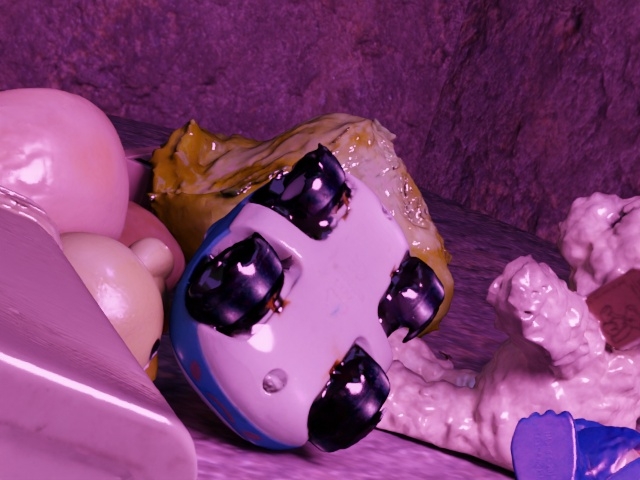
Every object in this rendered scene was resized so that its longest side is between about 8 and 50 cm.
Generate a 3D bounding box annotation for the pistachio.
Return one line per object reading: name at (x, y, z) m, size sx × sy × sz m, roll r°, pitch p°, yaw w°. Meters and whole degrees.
pistachio at (-0.208, 0.021, 1.404) m, size 0.124 × 0.124 × 0.185 m, roll 22°, pitch 1°, yaw 32°

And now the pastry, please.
pastry at (-0.286, -0.029, 1.193) m, size 0.265 × 0.133 × 0.265 m, roll -15°, pitch -11°, yaw -3°

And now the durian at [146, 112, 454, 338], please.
durian at (-0.014, -0.005, 1.503) m, size 0.339 × 0.256 × 0.204 m, roll 57°, pitch 27°, yaw -9°

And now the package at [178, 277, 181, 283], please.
package at (-0.101, 0.056, 1.650) m, size 0.108 × 0.031 × 0.121 m, roll 21°, pitch 10°, yaw 23°

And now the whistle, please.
whistle at (-0.168, 0.065, 1.151) m, size 0.141 × 0.141 × 0.294 m, roll 19°, pitch 1°, yaw 17°

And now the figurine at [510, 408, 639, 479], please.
figurine at (0.224, 0.206, 1.052) m, size 0.164 × 0.120 × 0.262 m, roll 33°, pitch 0°, yaw 42°

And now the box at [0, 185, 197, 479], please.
box at (-0.275, 0.045, 0.714) m, size 0.352 × 0.177 × 0.344 m, roll 27°, pitch 6°, yaw -30°

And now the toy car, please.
toy car at (-0.032, 0.057, 1.171) m, size 0.190 × 0.255 × 0.188 m, roll -23°, pitch -64°, yaw 43°

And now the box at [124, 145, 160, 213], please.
box at (-0.217, -0.037, 1.654) m, size 0.058 × 0.141 × 0.201 m, roll 23°, pitch 10°, yaw 8°

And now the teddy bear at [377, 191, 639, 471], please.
teddy bear at (0.216, 0.030, 1.307) m, size 0.375 × 0.362 × 0.327 m, roll 22°, pitch 9°, yaw 22°
